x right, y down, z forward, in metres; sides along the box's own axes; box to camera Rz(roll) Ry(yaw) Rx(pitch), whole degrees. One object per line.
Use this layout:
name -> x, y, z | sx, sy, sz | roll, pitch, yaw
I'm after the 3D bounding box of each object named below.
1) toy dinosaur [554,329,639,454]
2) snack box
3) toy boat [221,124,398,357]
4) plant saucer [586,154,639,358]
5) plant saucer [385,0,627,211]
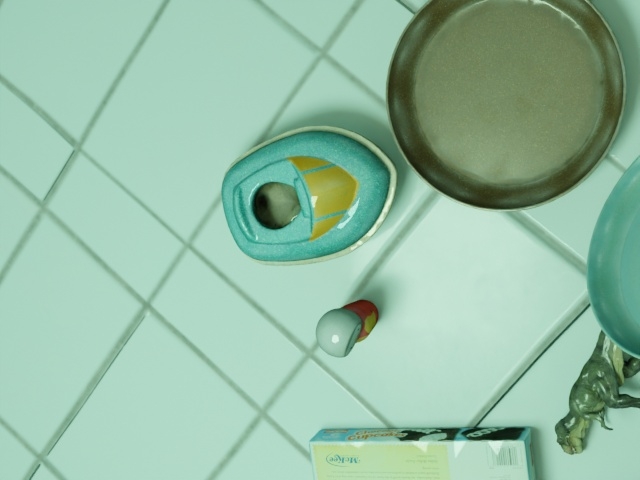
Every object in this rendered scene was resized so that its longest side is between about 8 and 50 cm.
toy dinosaur -> 0.394, 0.181, 1.213 | 0.118, 0.064, 0.268 | 20, 103, 24
snack box -> 0.150, 0.369, 1.337 | 0.322, 0.060, 0.187 | -5, 97, 22
toy boat -> 0.000, 0.000, 1.283 | 0.268, 0.148, 0.318 | -20, 91, 23
plant saucer -> 0.443, -0.003, 1.066 | 0.044, 0.317, 0.317 | 25, 112, -26
plant saucer -> 0.241, -0.193, 1.211 | 0.311, 0.050, 0.310 | 3, 100, 21
